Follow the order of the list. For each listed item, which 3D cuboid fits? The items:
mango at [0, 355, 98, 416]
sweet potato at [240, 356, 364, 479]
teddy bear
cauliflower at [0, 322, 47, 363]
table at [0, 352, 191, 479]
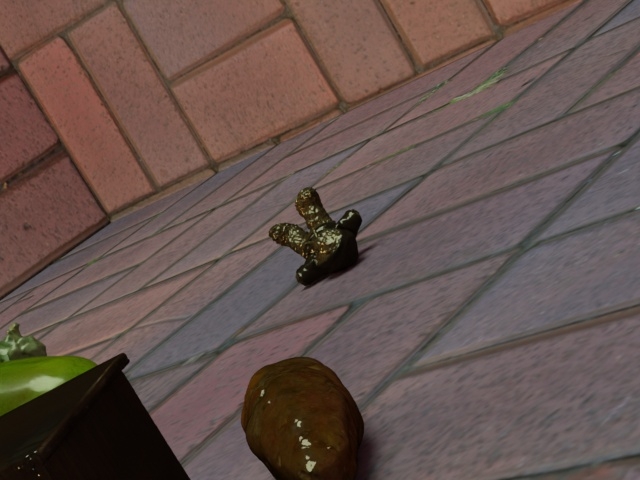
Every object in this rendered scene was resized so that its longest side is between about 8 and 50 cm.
[{"bbox_3d":[-0.353,0.213,1.799,0.273,0.149,0.185,-21,4,14],"label":"mango"},{"bbox_3d":[-0.010,0.154,1.237,0.097,0.097,0.252,-31,14,-2],"label":"sweet potato"},{"bbox_3d":[0.005,0.004,2.016,0.119,0.078,0.160,-48,32,-1],"label":"teddy bear"},{"bbox_3d":[-0.506,0.197,2.028,0.327,0.281,0.260,-25,-35,2],"label":"cauliflower"},{"bbox_3d":[-0.175,0.219,1.057,0.169,0.193,0.172,-28,9,19],"label":"table"}]
